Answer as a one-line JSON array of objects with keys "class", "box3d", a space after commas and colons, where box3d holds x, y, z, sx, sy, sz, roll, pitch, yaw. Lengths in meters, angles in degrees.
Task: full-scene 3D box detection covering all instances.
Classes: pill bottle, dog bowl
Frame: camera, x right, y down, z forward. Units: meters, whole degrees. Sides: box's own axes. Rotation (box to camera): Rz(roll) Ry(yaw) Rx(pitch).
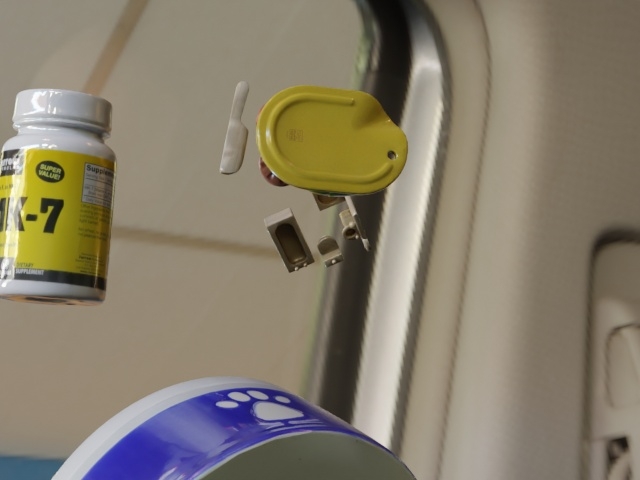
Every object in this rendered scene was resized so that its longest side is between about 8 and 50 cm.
[{"class": "pill bottle", "box3d": [-0.270, -0.042, 1.374, 0.119, 0.209, 0.119, 3, -8, 0]}, {"class": "dog bowl", "box3d": [-0.054, 0.225, 0.840, 0.265, 0.265, 0.104, 23, -3, -38]}]

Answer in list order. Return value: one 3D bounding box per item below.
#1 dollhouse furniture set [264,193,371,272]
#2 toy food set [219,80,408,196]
[{"class": "dollhouse furniture set", "box3d": [0.000, 0.000, 2.262, 0.151, 0.123, 0.144, -23, -51, 2]}, {"class": "toy food set", "box3d": [-0.012, -0.108, 1.556, 0.217, 0.128, 0.071, 6, -19, -14]}]
